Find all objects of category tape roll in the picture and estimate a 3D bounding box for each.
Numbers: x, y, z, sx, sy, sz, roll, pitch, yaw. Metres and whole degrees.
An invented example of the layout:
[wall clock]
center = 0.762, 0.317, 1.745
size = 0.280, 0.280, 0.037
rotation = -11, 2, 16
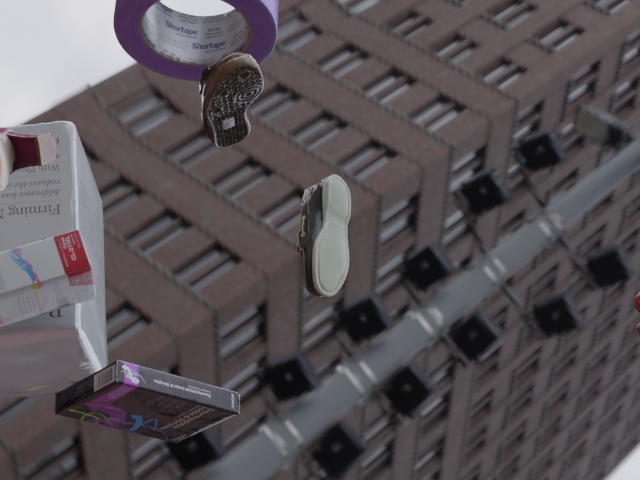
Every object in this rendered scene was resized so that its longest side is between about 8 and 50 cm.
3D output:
[tape roll]
center = -0.143, -0.273, 1.550
size = 0.189, 0.080, 0.189
rotation = 1, -32, 1

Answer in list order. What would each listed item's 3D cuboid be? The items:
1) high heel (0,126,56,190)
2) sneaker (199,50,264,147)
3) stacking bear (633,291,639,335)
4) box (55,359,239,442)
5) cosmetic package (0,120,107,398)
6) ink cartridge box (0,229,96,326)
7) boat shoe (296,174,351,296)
[high heel]
center = -0.416, -0.100, 1.573
size = 0.117, 0.244, 0.082
rotation = -3, -77, 16
[sneaker]
center = -0.108, -0.165, 1.434
size = 0.188, 0.066, 0.071
rotation = 113, -46, -67
[stacking bear]
center = 0.541, 0.024, 1.661
size = 0.164, 0.289, 0.175
rotation = 33, -10, 25
[box]
center = -0.183, 0.174, 1.423
size = 0.116, 0.162, 0.029
rotation = -29, -126, 40
[cosmetic package]
center = -0.561, 0.045, 2.349
size = 0.327, 0.330, 0.393
rotation = 91, -7, -66
[ink cartridge box]
center = -0.441, 0.061, 2.051
size = 0.127, 0.175, 0.072
rotation = 104, -33, -66
[boat shoe]
center = 0.000, 0.000, 2.164
size = 0.069, 0.227, 0.081
rotation = -20, -43, 34
